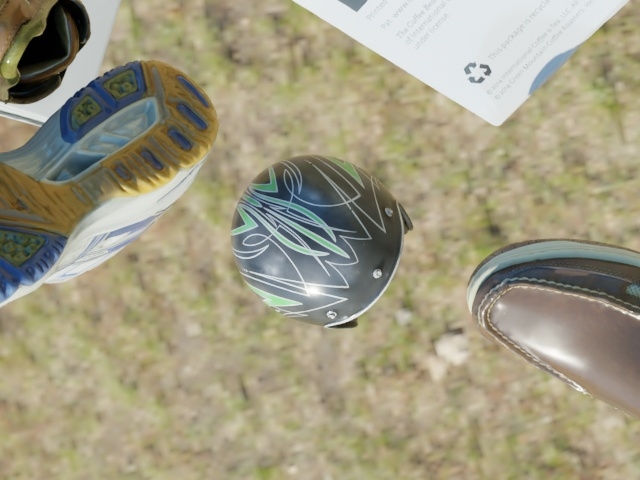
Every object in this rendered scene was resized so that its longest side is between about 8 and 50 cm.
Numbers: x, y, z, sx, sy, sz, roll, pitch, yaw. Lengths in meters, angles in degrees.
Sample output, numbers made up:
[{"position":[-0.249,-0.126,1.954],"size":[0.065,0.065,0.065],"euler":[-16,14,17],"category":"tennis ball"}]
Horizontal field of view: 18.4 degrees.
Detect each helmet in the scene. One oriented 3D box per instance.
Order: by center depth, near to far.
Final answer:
[{"position":[0.000,0.000,1.817],"size":[0.169,0.161,0.169],"euler":[-2,83,14],"category":"helmet"}]

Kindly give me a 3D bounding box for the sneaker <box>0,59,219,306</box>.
[{"position":[-0.193,0.000,1.254],"size":[0.112,0.296,0.131],"euler":[54,151,17],"category":"sneaker"}]

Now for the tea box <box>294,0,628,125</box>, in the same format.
[{"position":[0.136,-0.316,1.268],"size":[0.329,0.220,0.323],"euler":[-45,24,37],"category":"tea box"}]

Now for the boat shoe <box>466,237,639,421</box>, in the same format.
[{"position":[0.214,0.075,1.215],"size":[0.095,0.257,0.095],"euler":[-92,23,-53],"category":"boat shoe"}]

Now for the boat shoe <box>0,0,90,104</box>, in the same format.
[{"position":[-0.211,-0.133,1.319],"size":[0.104,0.307,0.111],"euler":[25,99,2],"category":"boat shoe"}]

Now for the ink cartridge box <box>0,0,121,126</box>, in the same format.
[{"position":[-0.297,-0.232,1.835],"size":[0.307,0.129,0.223],"euler":[20,93,61],"category":"ink cartridge box"}]
